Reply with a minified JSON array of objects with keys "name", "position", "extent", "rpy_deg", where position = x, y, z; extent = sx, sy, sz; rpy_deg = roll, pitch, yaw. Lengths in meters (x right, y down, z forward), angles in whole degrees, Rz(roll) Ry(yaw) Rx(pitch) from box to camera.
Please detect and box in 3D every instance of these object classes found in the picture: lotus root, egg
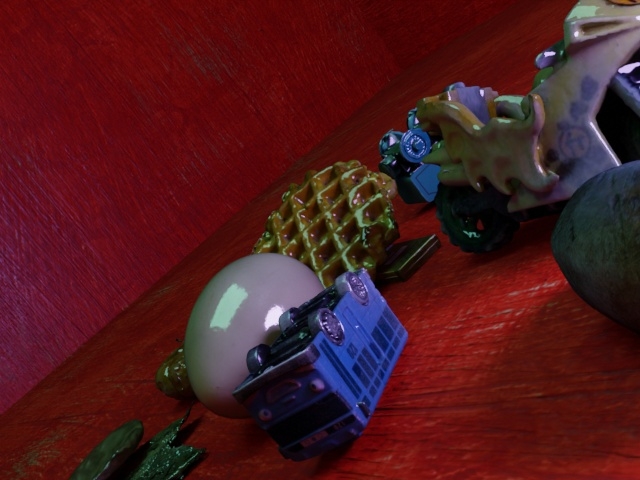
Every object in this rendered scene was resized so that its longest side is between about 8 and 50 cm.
[{"name":"lotus root","position":[0.271,-0.004,0.682],"extent":[0.158,0.140,0.322],"rpy_deg":[-38,8,-6]},{"name":"egg","position":[-0.085,0.127,1.114],"extent":[0.188,0.188,0.253],"rpy_deg":[-29,20,37]}]

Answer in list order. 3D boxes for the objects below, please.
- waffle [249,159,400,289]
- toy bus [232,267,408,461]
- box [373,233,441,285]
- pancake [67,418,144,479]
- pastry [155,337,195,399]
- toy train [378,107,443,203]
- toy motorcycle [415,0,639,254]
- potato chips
[{"name":"waffle","position":[0.000,0.000,1.357],"extent":[0.302,0.068,0.325],"rpy_deg":[0,62,48]},{"name":"toy bus","position":[0.010,0.136,0.924],"extent":[0.116,0.133,0.234],"rpy_deg":[-32,7,25]},{"name":"box","position":[0.121,0.033,1.299],"extent":[0.090,0.023,0.133],"rpy_deg":[-41,11,-26]},{"name":"pancake","position":[-0.358,0.374,1.283],"extent":[0.222,0.042,0.236],"rpy_deg":[-40,11,41]},{"name":"pastry","position":[-0.216,0.216,1.443],"extent":[0.153,0.081,0.153],"rpy_deg":[-26,16,8]},{"name":"toy train","position":[0.202,-0.158,1.498],"extent":[0.198,0.154,0.107],"rpy_deg":[-41,15,-17]},{"name":"toy motorcycle","position":[0.272,-0.131,0.976],"extent":[0.169,0.237,0.410],"rpy_deg":[-10,-10,-40]},{"name":"potato chips","position":[-0.239,0.321,1.213],"extent":[0.202,0.029,0.220],"rpy_deg":[-38,12,11]}]
